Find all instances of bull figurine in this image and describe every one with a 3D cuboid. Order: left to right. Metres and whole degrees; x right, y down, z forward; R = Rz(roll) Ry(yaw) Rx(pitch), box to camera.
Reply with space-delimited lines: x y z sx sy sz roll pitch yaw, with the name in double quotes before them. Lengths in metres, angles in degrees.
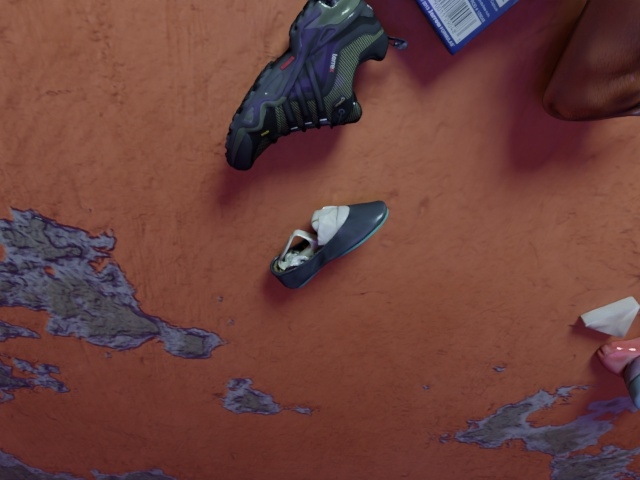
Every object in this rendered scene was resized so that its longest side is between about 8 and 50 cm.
"bull figurine" 0.303 -0.222 0.326 0.188 0.101 0.310 0 151 1

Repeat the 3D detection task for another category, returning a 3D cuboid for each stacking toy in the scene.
"stacking toy" 0.621 0.172 0.659 0.279 0.130 0.309 34 122 -25

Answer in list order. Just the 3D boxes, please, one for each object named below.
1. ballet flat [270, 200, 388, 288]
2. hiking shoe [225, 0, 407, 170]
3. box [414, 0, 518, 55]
"ballet flat" 0.000 0.000 0.571 0.074 0.074 0.203 35 125 -25
"hiking shoe" -0.015 -0.144 0.437 0.114 0.086 0.227 33 123 -20
"box" 0.169 -0.290 0.343 0.225 0.036 0.136 -34 122 26
